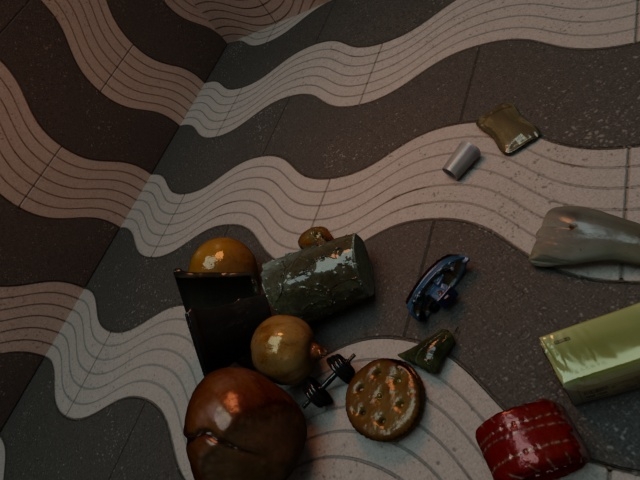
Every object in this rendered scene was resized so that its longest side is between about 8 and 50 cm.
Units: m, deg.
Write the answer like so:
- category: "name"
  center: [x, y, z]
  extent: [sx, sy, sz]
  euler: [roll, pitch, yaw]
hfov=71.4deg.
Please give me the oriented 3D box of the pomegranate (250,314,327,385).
- category: "pomegranate"
  center: [-0.103, 0.318, 1.305]
  extent: [0.207, 0.207, 0.207]
  euler: [-21, 48, 25]

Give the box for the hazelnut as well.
- category: "hazelnut"
  center: [-0.212, 0.520, 1.196]
  extent: [0.372, 0.315, 0.372]
  euler: [-3, 86, 54]

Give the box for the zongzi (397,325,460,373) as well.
- category: "zongzi"
  center: [0.288, 0.265, 1.185]
  extent: [0.154, 0.062, 0.130]
  euler: [-54, 30, -17]

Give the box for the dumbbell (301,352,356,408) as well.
- category: "dumbbell"
  center: [0.024, 0.396, 1.257]
  extent: [0.208, 0.099, 0.099]
  euler: [-46, 42, 0]

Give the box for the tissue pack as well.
- category: "tissue pack"
  center: [0.584, 0.228, 0.892]
  extent: [0.234, 0.159, 0.125]
  euler: [-28, 45, 20]

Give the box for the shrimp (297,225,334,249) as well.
- category: "shrimp"
  center: [-0.001, -0.002, 1.616]
  extent: [0.217, 0.051, 0.115]
  euler: [18, 69, 47]

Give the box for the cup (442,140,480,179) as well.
- category: "cup"
  center: [0.449, -0.261, 1.445]
  extent: [0.116, 0.074, 0.104]
  euler: [-51, 18, 2]

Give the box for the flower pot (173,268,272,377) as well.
- category: "flower pot"
  center: [-0.303, 0.247, 1.441]
  extent: [0.251, 0.379, 0.379]
  euler: [-17, 38, -20]

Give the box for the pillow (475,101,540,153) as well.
- category: "pillow"
  center: [0.596, -0.364, 1.423]
  extent: [0.130, 0.033, 0.217]
  euler: [-31, 44, 12]

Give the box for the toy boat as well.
- category: "toy boat"
  center: [0.327, 0.127, 1.216]
  extent: [0.223, 0.100, 0.097]
  euler: [-50, 33, 0]

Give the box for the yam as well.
- category: "yam"
  center: [-0.007, 0.125, 1.411]
  extent: [0.348, 0.241, 0.241]
  euler: [-22, 48, 21]

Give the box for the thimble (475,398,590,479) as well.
- category: "thimble"
  center: [0.417, 0.405, 0.885]
  extent: [0.190, 0.163, 0.125]
  euler: [-22, 47, 5]

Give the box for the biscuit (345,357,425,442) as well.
- category: "biscuit"
  center: [0.165, 0.410, 1.159]
  extent: [0.221, 0.066, 0.220]
  euler: [-21, 48, 25]

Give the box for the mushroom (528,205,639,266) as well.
- category: "mushroom"
  center: [0.672, 0.007, 1.040]
  extent: [0.329, 0.122, 0.159]
  euler: [12, 104, 44]

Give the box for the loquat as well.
- category: "loquat"
  center: [-0.367, 0.117, 1.665]
  extent: [0.263, 0.263, 0.263]
  euler: [-21, 48, 25]
